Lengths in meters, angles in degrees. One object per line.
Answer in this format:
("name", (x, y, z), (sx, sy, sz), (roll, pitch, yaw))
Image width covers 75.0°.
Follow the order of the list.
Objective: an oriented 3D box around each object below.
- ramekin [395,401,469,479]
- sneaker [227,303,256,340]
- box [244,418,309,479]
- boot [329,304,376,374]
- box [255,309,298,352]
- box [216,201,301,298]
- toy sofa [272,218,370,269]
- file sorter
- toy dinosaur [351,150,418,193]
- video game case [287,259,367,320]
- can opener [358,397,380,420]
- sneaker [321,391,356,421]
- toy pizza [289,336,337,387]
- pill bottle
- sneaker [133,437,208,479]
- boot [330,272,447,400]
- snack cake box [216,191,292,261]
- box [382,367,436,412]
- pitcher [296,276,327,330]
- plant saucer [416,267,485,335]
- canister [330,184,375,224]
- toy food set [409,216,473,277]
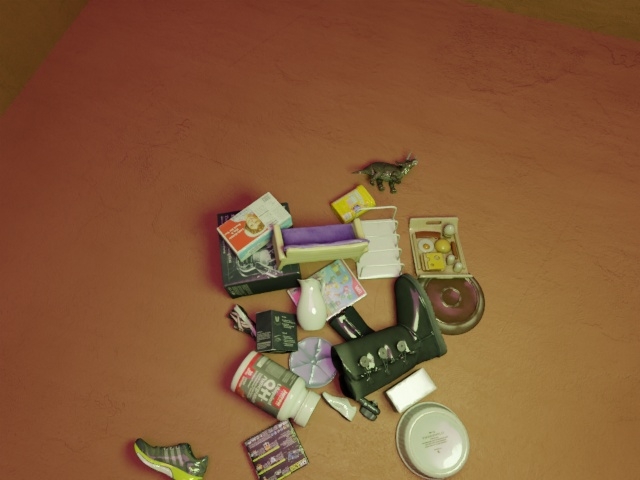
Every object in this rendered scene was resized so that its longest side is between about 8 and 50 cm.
("ramekin", (0.421, 0.743, 1.546), (0.273, 0.127, 0.272), (0, 70, 1))
("sneaker", (-0.322, 0.357, 1.751), (0.077, 0.072, 0.178), (-42, 65, -1))
("box", (-0.166, 0.803, 1.582), (0.191, 0.045, 0.184), (-27, 73, -10))
("boot", (0.105, 0.407, 1.696), (0.207, 0.094, 0.246), (44, 69, 12))
("box", (-0.175, 0.370, 1.677), (0.093, 0.156, 0.158), (-18, 65, 32))
("box", (-0.259, 0.042, 1.789), (0.313, 0.179, 0.342), (-10, 65, -4))
("toy sofa", (0.000, 0.000, 1.637), (0.363, 0.177, 0.150), (-5, 64, -18))
("file sorter", (0.250, 0.011, 1.805), (0.193, 0.173, 0.277), (-4, 70, 0))
("toy dinosaur", (0.303, -0.317, 1.977), (0.314, 0.121, 0.160), (-2, 57, 5))
("video game case", (0.028, 0.228, 1.806), (0.285, 0.025, 0.204), (-31, 71, -10))
("can opener", (0.154, 0.624, 1.633), (0.186, 0.059, 0.073), (37, 75, 14))
("sneaker", (0.073, 0.640, 1.638), (0.152, 0.053, 0.061), (36, 65, 7))
("toy pizza", (-0.026, 0.496, 1.701), (0.202, 0.032, 0.201), (-1, 68, 2))
("pill bottle", (-0.167, 0.573, 1.597), (0.319, 0.176, 0.176), (27, 72, 11))
("sneaker", (-0.556, 0.811, 1.566), (0.300, 0.111, 0.121), (25, 62, 4))
("boot", (0.234, 0.360, 1.625), (0.446, 0.146, 0.366), (-18, 75, -19))
("snack cake box", (-0.263, -0.056, 1.688), (0.264, 0.089, 0.152), (-37, 70, -14))
("box", (0.340, 0.578, 1.609), (0.171, 0.130, 0.091), (-30, 71, -10))
("pitcher", (-0.024, 0.255, 1.721), (0.126, 0.178, 0.206), (-5, 88, 32))
("plant saucer", (0.550, 0.245, 1.776), (0.311, 0.050, 0.310), (0, 70, 1))
("canister", (0.148, -0.164, 1.927), (0.170, 0.073, 0.126), (-32, 72, -9))
("toy food set", (0.517, 0.030, 1.807), (0.220, 0.092, 0.305), (-1, 54, 0))
